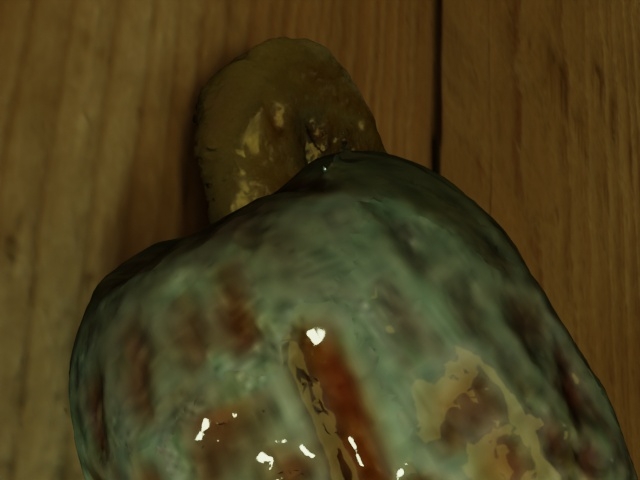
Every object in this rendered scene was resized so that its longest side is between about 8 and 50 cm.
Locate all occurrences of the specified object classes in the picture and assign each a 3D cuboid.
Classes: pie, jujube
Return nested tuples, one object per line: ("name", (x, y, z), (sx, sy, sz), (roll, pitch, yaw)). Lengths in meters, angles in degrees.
("pie", (-0.003, 0.001, 0.825), (0.218, 0.052, 0.185), (58, 40, -28))
("jujube", (0.027, 0.122, 0.649), (0.308, 0.215, 0.246), (61, -3, -4))
